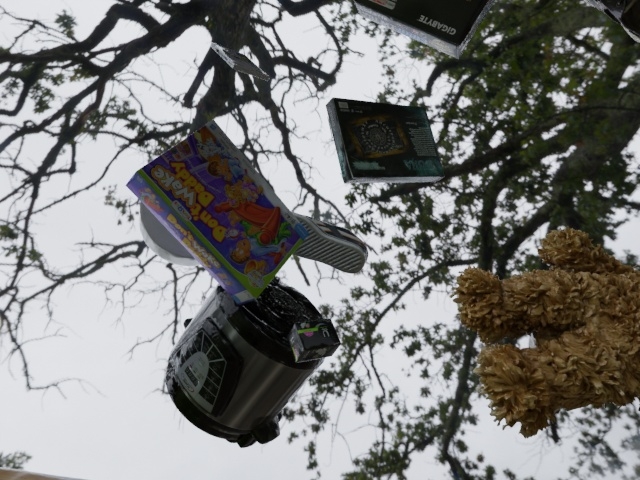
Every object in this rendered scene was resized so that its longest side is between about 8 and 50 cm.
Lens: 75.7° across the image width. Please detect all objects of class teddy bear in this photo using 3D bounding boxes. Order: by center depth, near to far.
[{"bbox_3d":[0.300,0.090,0.415,0.337,0.245,0.113,11,-44,4],"label":"teddy bear"}]

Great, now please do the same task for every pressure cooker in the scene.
[{"bbox_3d":[-0.218,0.338,1.164,0.375,0.370,0.421,33,-73,-18],"label":"pressure cooker"}]

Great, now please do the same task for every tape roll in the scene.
[{"bbox_3d":[-0.378,-0.073,1.206,0.285,0.287,0.100,14,-23,-21],"label":"tape roll"}]

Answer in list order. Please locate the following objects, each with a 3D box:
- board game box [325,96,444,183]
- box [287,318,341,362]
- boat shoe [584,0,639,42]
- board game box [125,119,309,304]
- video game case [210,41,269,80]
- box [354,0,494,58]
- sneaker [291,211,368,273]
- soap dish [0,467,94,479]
[{"bbox_3d":[0.103,-0.150,0.633,0.186,0.126,0.026,-5,-13,-31],"label":"board game box"},{"bbox_3d":[-0.013,0.196,0.812,0.083,0.062,0.052,-1,-42,-31],"label":"box"},{"bbox_3d":[0.696,-0.551,0.932,0.285,0.092,0.103,35,-60,-12],"label":"boat shoe"},{"bbox_3d":[-0.210,-0.063,0.921,0.078,0.233,0.347,-24,-68,47],"label":"board game box"},{"bbox_3d":[-0.172,-0.381,0.876,0.087,0.122,0.011,1,-51,-44],"label":"video game case"},{"bbox_3d":[0.277,-0.628,0.970,0.294,0.295,0.073,-57,-19,6],"label":"box"},{"bbox_3d":[0.000,0.000,1.296,0.320,0.127,0.126,27,-68,10],"label":"sneaker"},{"bbox_3d":[-0.242,0.343,0.309,0.228,0.118,0.292,4,-97,8],"label":"soap dish"}]
